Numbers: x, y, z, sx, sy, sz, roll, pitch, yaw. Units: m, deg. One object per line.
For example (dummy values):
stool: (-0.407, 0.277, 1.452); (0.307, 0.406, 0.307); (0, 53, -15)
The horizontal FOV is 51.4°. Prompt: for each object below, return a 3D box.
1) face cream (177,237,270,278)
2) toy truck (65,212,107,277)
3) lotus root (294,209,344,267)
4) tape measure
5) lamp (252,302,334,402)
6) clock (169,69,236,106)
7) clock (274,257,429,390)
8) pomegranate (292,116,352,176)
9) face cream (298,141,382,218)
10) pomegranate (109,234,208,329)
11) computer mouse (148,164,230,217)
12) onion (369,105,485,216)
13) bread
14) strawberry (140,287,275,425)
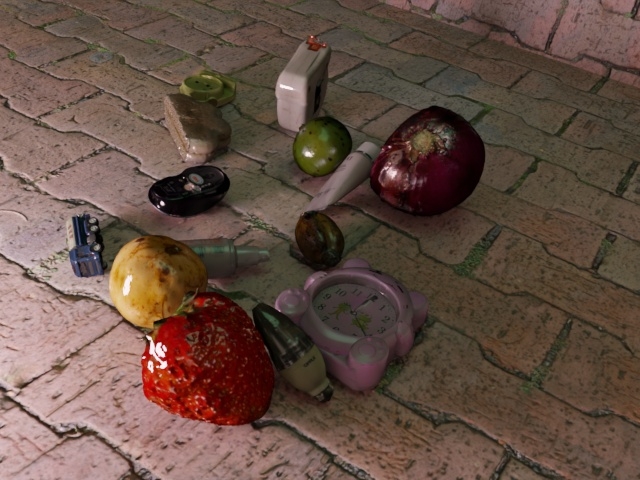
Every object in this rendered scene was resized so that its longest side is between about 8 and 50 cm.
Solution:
face cream: (-0.252, 0.043, 1.655); (0.251, 0.101, 0.101); (-3, 40, -16)
toy truck: (-0.587, 0.005, 1.657); (0.088, 0.074, 0.202); (-11, 42, -17)
lotus root: (0.000, 0.000, 1.751); (0.120, 0.120, 0.209); (-9, 42, -21)
tape measure: (-0.053, -0.519, 2.264); (0.130, 0.265, 0.258); (15, 49, 11)
lamp: (-0.058, 0.234, 1.393); (0.250, 0.101, 0.101); (54, 44, -8)
clock: (-0.420, -0.524, 2.347); (0.170, 0.069, 0.232); (25, 39, 20)
clock: (0.081, 0.176, 1.547); (0.295, 0.113, 0.322); (31, 42, 25)
pomegranate: (0.026, -0.267, 2.051); (0.248, 0.202, 0.202); (47, 45, -2)
face cream: (0.068, -0.167, 1.921); (0.089, 0.143, 0.314); (51, 59, -16)
pomegranate: (-0.363, 0.100, 1.490); (0.215, 0.215, 0.215); (5, 39, -4)
computer mouse: (-0.363, -0.130, 1.854); (0.233, 0.096, 0.137); (-22, 43, -27)
onion: (0.329, -0.205, 1.937); (0.260, 0.282, 0.336); (41, 77, 20)
bread: (-0.388, -0.366, 2.136); (0.183, 0.102, 0.337); (-10, 43, -22)
strawberry: (-0.213, 0.251, 1.315); (0.277, 0.257, 0.257); (40, 45, 6)
